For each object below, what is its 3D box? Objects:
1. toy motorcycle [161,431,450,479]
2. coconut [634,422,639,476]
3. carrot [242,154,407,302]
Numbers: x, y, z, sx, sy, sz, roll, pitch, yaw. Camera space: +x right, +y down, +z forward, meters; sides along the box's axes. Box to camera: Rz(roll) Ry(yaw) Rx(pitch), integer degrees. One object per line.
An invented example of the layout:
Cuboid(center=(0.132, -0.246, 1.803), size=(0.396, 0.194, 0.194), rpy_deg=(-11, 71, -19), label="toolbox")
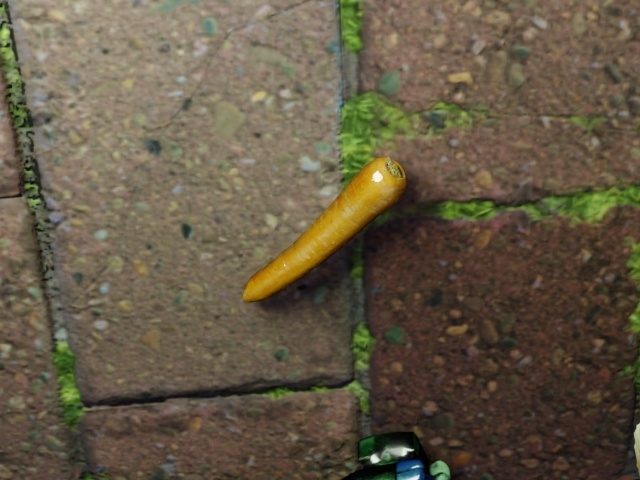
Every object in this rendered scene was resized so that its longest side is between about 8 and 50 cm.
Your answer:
Cuboid(center=(-0.039, 0.272, 1.686), size=(0.331, 0.125, 0.196), rpy_deg=(-18, 132, 16), label="toy motorcycle")
Cuboid(center=(0.418, 0.169, 1.469), size=(0.344, 0.415, 0.415), rpy_deg=(35, 127, 7), label="coconut")
Cuboid(center=(0.000, 0.000, 1.494), size=(0.037, 0.037, 0.190), rpy_deg=(29, 125, -28), label="carrot")
